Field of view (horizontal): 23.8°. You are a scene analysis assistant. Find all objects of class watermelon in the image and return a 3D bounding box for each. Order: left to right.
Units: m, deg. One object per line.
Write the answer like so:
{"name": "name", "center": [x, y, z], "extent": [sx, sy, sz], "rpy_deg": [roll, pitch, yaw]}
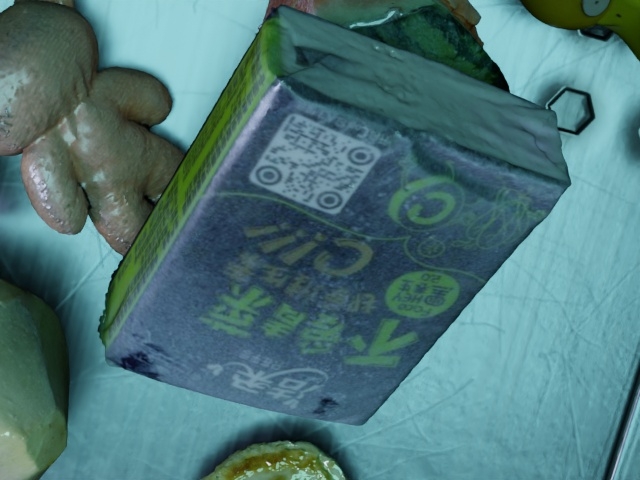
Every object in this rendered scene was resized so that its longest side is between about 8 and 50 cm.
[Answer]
{"name": "watermelon", "center": [0.005, -0.187, 1.435], "extent": [0.250, 0.283, 0.292], "rpy_deg": [-40, 73, -9]}

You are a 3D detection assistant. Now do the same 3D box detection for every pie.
{"name": "pie", "center": [-0.033, 0.324, 1.571], "extent": [0.201, 0.090, 0.248], "rpy_deg": [-21, 100, 13]}

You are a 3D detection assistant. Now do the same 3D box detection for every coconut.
{"name": "coconut", "center": [-0.343, 0.148, 1.441], "extent": [0.259, 0.259, 0.259], "rpy_deg": [0, 100, -2]}

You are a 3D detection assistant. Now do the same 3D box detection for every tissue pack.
{"name": "tissue pack", "center": [0.000, 0.000, 1.374], "extent": [0.288, 0.124, 0.394], "rpy_deg": [18, 134, -19]}

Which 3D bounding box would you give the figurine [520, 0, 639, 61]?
{"name": "figurine", "center": [0.300, -0.277, 1.424], "extent": [0.215, 0.215, 0.228], "rpy_deg": [39, 77, -8]}

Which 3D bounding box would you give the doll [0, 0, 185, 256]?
{"name": "doll", "center": [-0.243, -0.094, 1.483], "extent": [0.303, 0.156, 0.201], "rpy_deg": [52, 53, -27]}
